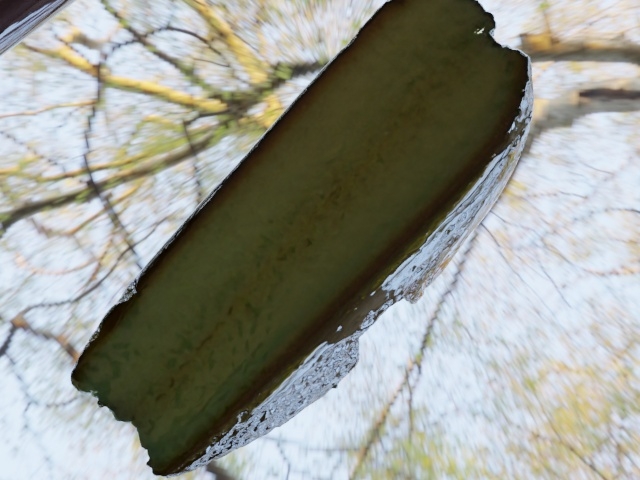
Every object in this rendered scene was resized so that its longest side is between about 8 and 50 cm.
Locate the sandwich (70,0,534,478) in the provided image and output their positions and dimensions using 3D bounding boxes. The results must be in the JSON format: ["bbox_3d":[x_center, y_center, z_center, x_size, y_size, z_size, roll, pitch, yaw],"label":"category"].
[{"bbox_3d":[0.000,0.000,0.822,0.090,0.088,0.244,41,-96,15],"label":"sandwich"}]

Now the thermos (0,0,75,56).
[{"bbox_3d":[-0.234,-0.072,0.761,0.330,0.136,0.109,-40,-48,-18],"label":"thermos"}]
